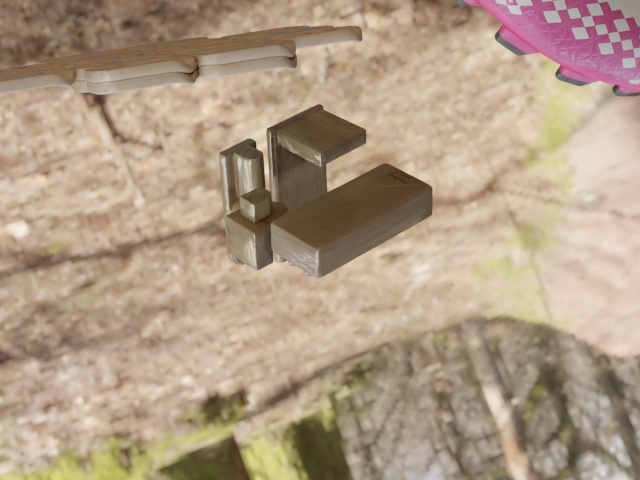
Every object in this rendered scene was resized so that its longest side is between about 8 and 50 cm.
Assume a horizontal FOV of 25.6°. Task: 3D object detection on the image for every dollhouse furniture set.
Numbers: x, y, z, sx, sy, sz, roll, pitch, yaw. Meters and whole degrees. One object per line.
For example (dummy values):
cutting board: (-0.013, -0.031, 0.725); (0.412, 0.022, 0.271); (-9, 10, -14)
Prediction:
dollhouse furniture set: (0.000, 0.000, 1.065); (0.144, 0.151, 0.123); (-29, 132, -34)

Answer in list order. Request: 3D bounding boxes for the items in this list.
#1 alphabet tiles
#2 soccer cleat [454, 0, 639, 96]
alphabet tiles: (-0.122, -0.130, 1.040); (0.278, 0.021, 0.284); (-12, -169, -17)
soccer cleat: (0.110, -0.199, 0.763); (0.331, 0.116, 0.143); (30, 133, -18)
